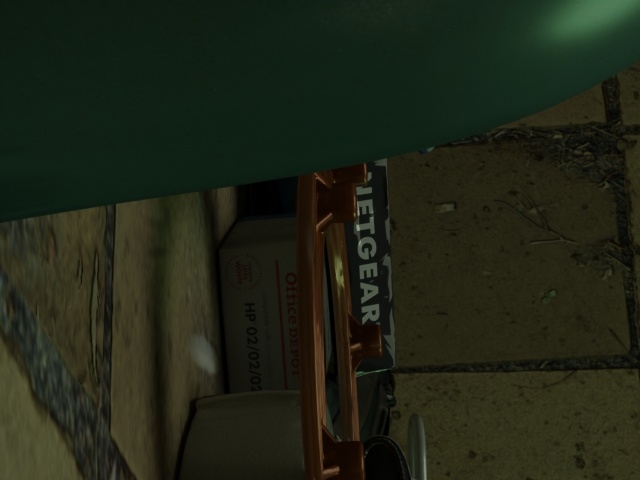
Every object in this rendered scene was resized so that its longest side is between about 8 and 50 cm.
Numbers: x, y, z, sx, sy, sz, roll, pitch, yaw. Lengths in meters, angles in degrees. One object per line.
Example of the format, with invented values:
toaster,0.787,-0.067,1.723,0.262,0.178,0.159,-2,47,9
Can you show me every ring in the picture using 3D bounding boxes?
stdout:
ring,0.017,0.088,1.007,0.336,0.032,0.336,-4,90,-86

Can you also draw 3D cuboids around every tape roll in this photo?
tape roll,-0.025,0.277,1.004,0.392,0.072,0.392,-3,90,-86

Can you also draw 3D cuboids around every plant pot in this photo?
plant pot,0.004,-0.157,0.554,0.293,0.235,0.293,-3,90,-85

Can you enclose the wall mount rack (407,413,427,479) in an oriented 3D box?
wall mount rack,0.047,0.334,1.688,0.304,0.130,0.350,86,2,-76

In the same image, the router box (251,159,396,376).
router box,0.000,0.000,1.303,0.133,0.046,0.179,13,-70,59

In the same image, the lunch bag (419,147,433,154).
lunch bag,0.032,-0.195,1.290,0.243,0.115,0.303,46,11,-9

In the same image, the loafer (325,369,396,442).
loafer,0.013,0.142,1.344,0.084,0.096,0.267,49,15,-1

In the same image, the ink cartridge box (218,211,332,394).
ink cartridge box,-0.029,0.044,1.168,0.181,0.062,0.104,-73,158,-81

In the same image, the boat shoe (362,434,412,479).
boat shoe,0.038,0.188,1.162,0.038,0.046,0.125,93,4,-75
